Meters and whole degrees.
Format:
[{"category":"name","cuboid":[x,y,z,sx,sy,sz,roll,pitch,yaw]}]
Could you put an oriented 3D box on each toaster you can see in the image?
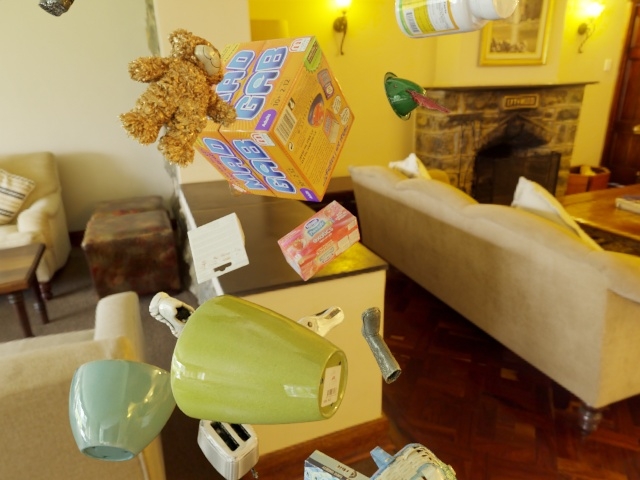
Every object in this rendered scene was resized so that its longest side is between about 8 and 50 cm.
[{"category":"toaster","cuboid":[-0.264,0.590,1.284,0.129,0.146,0.227,-29,54,-36]}]

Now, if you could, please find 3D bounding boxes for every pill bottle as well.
[{"category":"pill bottle","cuboid":[0.298,-0.530,0.970,0.137,0.136,0.246,-16,24,-34]}]

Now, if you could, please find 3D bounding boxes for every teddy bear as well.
[{"category":"teddy bear","cuboid":[-0.304,-0.325,0.974,0.113,0.245,0.337,-25,26,54]}]

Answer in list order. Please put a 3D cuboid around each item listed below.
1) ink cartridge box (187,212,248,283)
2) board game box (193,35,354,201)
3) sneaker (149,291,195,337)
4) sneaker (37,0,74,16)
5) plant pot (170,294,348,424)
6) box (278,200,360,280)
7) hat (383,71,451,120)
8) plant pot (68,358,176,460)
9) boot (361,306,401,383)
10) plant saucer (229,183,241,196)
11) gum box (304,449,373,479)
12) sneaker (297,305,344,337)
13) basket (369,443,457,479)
[{"category":"ink cartridge box","cuboid":[-0.354,0.032,1.538,0.189,0.066,0.232,-22,61,0]},{"category":"board game box","cuboid":[-0.156,-0.381,1.426,0.357,0.356,0.356,9,67,30]},{"category":"sneaker","cuboid":[-0.492,0.293,1.603,0.119,0.292,0.109,4,60,26]},{"category":"sneaker","cuboid":[-0.672,-0.641,1.143,0.170,0.089,0.051,18,-8,38]},{"category":"plant pot","cuboid":[-0.102,0.269,0.920,0.294,0.274,0.275,5,21,27]},{"category":"box","cuboid":[0.000,0.000,1.787,0.300,0.154,0.142,-37,54,-14]},{"category":"hat","cuboid":[0.345,-0.518,1.504,0.184,0.208,0.173,-17,19,39]},{"category":"plant pot","cuboid":[-0.550,0.481,1.201,0.291,0.290,0.195,-1,48,0]},{"category":"boot","cuboid":[0.204,0.352,1.481,0.076,0.189,0.208,-13,47,-7]},{"category":"plant saucer","cuboid":[-0.305,-0.204,1.619,0.015,0.083,0.083,2,19,27]},{"category":"gum box","cuboid":[0.041,0.516,0.830,0.157,0.184,0.041,12,18,33]},{"category":"sneaker","cuboid":[-0.030,0.277,1.366,0.217,0.079,0.121,-14,-16,-47]},{"category":"basket","cuboid":[0.217,0.582,0.946,0.201,0.254,0.289,-32,-11,-20]}]
